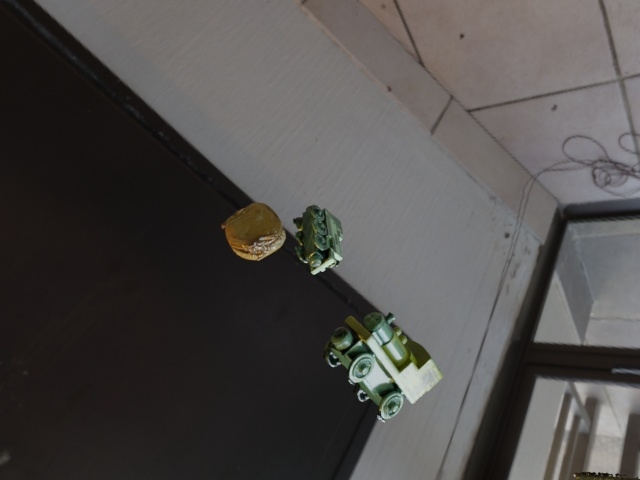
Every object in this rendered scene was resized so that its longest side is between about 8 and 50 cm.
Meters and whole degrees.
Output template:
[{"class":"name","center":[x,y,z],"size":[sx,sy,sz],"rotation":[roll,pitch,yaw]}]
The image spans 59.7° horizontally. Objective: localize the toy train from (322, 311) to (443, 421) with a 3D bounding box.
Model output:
[{"class":"toy train","center":[0.169,0.326,1.531],"size":[0.150,0.237,0.369],"rotation":[37,165,52]}]

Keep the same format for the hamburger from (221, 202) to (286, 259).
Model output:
[{"class":"hamburger","center":[-0.165,-0.022,1.390],"size":[0.147,0.138,0.083],"rotation":[47,157,35]}]

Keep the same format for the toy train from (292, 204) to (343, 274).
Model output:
[{"class":"toy train","center":[0.000,0.000,0.579],"size":[0.033,0.083,0.053],"rotation":[-34,128,24]}]

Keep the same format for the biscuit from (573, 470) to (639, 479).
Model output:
[{"class":"biscuit","center":[0.665,0.526,1.145],"size":[0.250,0.046,0.147],"rotation":[-8,140,31]}]
